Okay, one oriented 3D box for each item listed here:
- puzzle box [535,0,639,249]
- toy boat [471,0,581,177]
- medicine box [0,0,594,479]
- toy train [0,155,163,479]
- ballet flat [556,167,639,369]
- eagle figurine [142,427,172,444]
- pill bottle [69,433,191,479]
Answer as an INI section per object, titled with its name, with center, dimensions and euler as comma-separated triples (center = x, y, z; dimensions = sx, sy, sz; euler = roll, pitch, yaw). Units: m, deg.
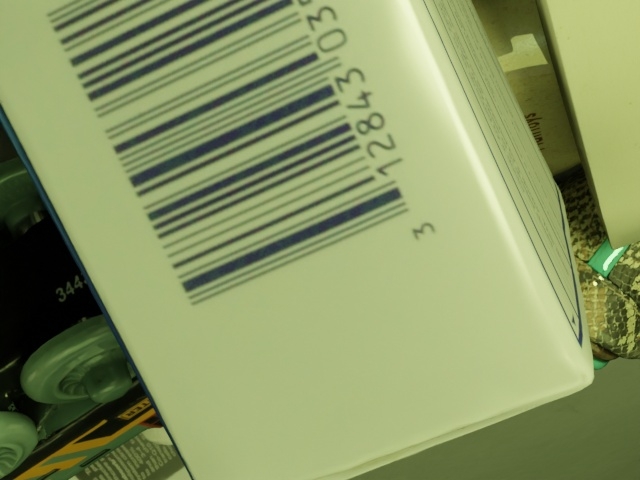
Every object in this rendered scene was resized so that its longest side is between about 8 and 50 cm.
[puzzle box]
center = 0.241, -0.144, 0.685
dimensions = 0.272, 0.052, 0.409
euler = -21, 150, 7
[toy boat]
center = 0.183, -0.146, 0.877
dimensions = 0.318, 0.148, 0.267
euler = -14, 161, 3
[medicine box]
center = -0.012, -0.076, 0.574
dimensions = 0.149, 0.263, 0.289
euler = -24, -169, 12
[toy train]
center = -0.177, 0.082, 0.752
dimensions = 0.334, 0.142, 0.190
euler = -35, 156, 10
[ballet flat]
center = 0.244, -0.003, 1.125
dimensions = 0.182, 0.164, 0.483
euler = -53, 172, 6
[eagle figurine]
center = -0.218, 0.042, 0.909
dimensions = 0.298, 0.226, 0.225
euler = -6, 174, -38
[pill bottle]
center = -0.218, 0.228, 1.118
dimensions = 0.210, 0.210, 0.363
euler = -32, 178, 27
